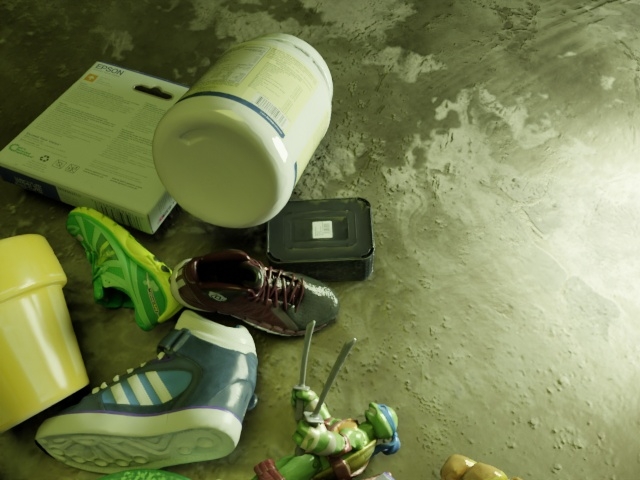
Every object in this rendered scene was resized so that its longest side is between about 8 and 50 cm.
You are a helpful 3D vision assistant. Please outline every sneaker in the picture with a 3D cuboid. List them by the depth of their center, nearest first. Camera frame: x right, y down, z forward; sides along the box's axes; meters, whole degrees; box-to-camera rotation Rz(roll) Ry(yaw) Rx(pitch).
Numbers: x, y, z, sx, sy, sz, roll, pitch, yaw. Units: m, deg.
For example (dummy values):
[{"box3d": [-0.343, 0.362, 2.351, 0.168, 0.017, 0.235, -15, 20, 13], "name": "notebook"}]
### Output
[{"box3d": [-0.082, 0.080, 1.003, 0.282, 0.162, 0.106, 10, 73, -19], "name": "sneaker"}, {"box3d": [-0.253, 0.220, 1.014, 0.323, 0.130, 0.236, -9, 41, 13], "name": "sneaker"}, {"box3d": [-0.352, 0.043, 1.103, 0.296, 0.109, 0.123, 36, 78, 29], "name": "sneaker"}]

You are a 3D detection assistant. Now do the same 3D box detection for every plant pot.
[{"box3d": [-0.476, 0.152, 0.972, 0.254, 0.254, 0.239, -29, 90, -13], "name": "plant pot"}]

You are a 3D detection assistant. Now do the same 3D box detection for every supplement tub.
[{"box3d": [-0.116, -0.200, 1.124, 0.236, 0.235, 0.324, 14, 41, 10], "name": "supplement tub"}]

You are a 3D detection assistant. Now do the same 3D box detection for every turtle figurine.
[{"box3d": [-0.041, 0.265, 0.925, 0.266, 0.274, 0.198, -36, 31, -12], "name": "turtle figurine"}]

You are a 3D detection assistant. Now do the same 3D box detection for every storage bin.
[{"box3d": [0.000, 0.000, 1.131, 0.180, 0.084, 0.122, -3, 60, 2], "name": "storage bin"}]

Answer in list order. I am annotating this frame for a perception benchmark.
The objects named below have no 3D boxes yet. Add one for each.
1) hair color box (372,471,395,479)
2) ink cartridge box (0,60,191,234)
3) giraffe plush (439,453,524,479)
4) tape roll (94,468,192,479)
[{"box3d": [0.043, 0.479, 0.784, 0.185, 0.110, 0.338, 36, 92, 20], "name": "hair color box"}, {"box3d": [-0.379, -0.191, 1.253, 0.324, 0.071, 0.330, 19, 52, 13], "name": "ink cartridge box"}, {"box3d": [0.245, 0.409, 0.869, 0.210, 0.181, 0.170, 32, 73, -20], "name": "giraffe plush"}, {"box3d": [-0.249, 0.478, 0.877, 0.322, 0.077, 0.321, -1, 61, 1], "name": "tape roll"}]
